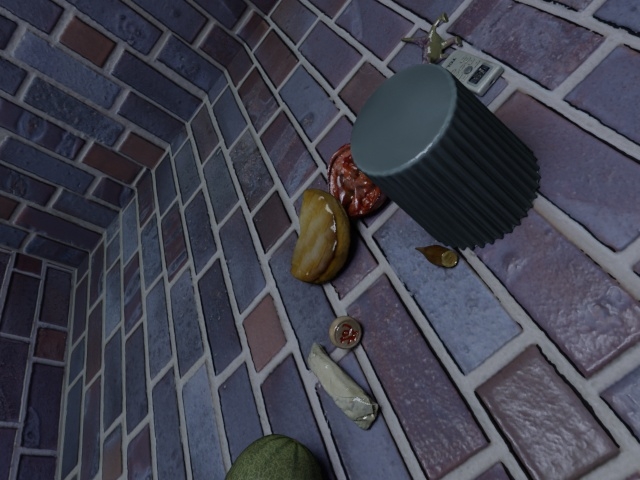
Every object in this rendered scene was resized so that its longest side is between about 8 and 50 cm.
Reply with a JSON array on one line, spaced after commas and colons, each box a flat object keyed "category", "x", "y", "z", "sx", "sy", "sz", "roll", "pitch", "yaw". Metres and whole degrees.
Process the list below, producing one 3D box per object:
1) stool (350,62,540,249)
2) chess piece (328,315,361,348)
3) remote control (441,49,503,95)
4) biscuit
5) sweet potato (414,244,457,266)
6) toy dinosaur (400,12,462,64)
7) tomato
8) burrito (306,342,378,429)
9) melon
[{"category": "stool", "x": 0.257, "y": -0.172, "z": 0.977, "sx": 0.297, "sy": 0.330, "sz": 0.297, "roll": -24, "pitch": 53, "yaw": 36}, {"category": "chess piece", "x": 0.061, "y": 0.230, "z": 1.145, "sx": 0.083, "sy": 0.084, "sz": 0.038, "roll": -66, "pitch": 22, "yaw": -5}, {"category": "remote control", "x": 0.395, "y": -0.454, "z": 1.228, "sx": 0.087, "sy": 0.029, "sz": 0.190, "roll": -50, "pitch": 40, "yaw": 13}, {"category": "biscuit", "x": 0.001, "y": 0.000, "z": 1.304, "sx": 0.213, "sy": 0.091, "sz": 0.274, "roll": 32, "pitch": 112, "yaw": 45}, {"category": "sweet potato", "x": 0.264, "y": 0.031, "z": 1.073, "sx": 0.117, "sy": 0.049, "sz": 0.049, "roll": 20, "pitch": 84, "yaw": 54}, {"category": "toy dinosaur", "x": 0.313, "y": -0.581, "z": 1.363, "sx": 0.200, "sy": 0.072, "sz": 0.251, "roll": -31, "pitch": 58, "yaw": 45}, {"category": "tomato", "x": 0.121, "y": -0.169, "z": 1.305, "sx": 0.228, "sy": 0.101, "sz": 0.227, "roll": -10, "pitch": 76, "yaw": 43}, {"category": "burrito", "x": 0.041, "y": 0.342, "z": 1.121, "sx": 0.275, "sy": 0.059, "sz": 0.082, "roll": 40, "pitch": 113, "yaw": 50}, {"category": "melon", "x": -0.110, "y": 0.586, "z": 1.002, "sx": 0.237, "sy": 0.237, "sz": 0.301, "roll": 4, "pitch": 70, "yaw": 48}]
